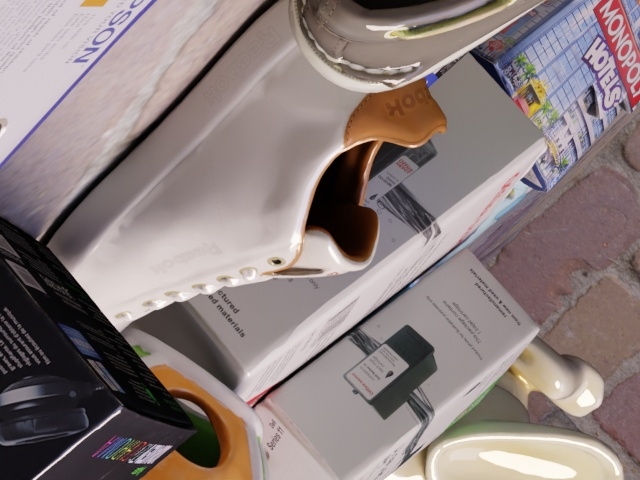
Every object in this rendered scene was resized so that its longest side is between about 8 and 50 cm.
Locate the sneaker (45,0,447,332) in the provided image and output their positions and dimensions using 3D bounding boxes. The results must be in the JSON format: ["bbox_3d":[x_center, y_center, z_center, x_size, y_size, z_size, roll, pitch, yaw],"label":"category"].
[{"bbox_3d":[-0.051,-0.001,0.919,0.290,0.123,0.106,-44,174,32],"label":"sneaker"}]

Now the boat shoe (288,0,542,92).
[{"bbox_3d":[0.119,-0.177,0.800,0.305,0.109,0.091,-36,177,-6],"label":"boat shoe"}]

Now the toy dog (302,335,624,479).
[{"bbox_3d":[0.062,0.170,1.608,0.408,0.395,0.284,-90,-172,-62],"label":"toy dog"}]

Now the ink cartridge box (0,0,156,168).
[{"bbox_3d":[-0.166,-0.021,0.517,0.223,0.045,0.224,-43,173,21],"label":"ink cartridge box"}]

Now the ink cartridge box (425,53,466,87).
[{"bbox_3d":[0.059,-0.124,1.042,0.207,0.046,0.097,-42,172,6],"label":"ink cartridge box"}]

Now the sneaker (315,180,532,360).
[{"bbox_3d":[0.093,-0.043,1.395,0.319,0.127,0.208,-47,180,-42],"label":"sneaker"}]

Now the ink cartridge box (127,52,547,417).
[{"bbox_3d":[0.000,0.000,1.196,0.273,0.114,0.197,-36,171,-23],"label":"ink cartridge box"}]

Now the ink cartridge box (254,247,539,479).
[{"bbox_3d":[0.042,0.119,1.286,0.208,0.087,0.153,-35,166,-28],"label":"ink cartridge box"}]

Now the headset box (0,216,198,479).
[{"bbox_3d":[-0.214,0.122,0.771,0.283,0.131,0.246,-40,172,-4],"label":"headset box"}]

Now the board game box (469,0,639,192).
[{"bbox_3d":[0.199,-0.152,1.278,0.194,0.060,0.194,-47,141,-8],"label":"board game box"}]

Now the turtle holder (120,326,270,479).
[{"bbox_3d":[-0.147,0.187,1.089,0.227,0.243,0.320,-56,168,-18],"label":"turtle holder"}]
